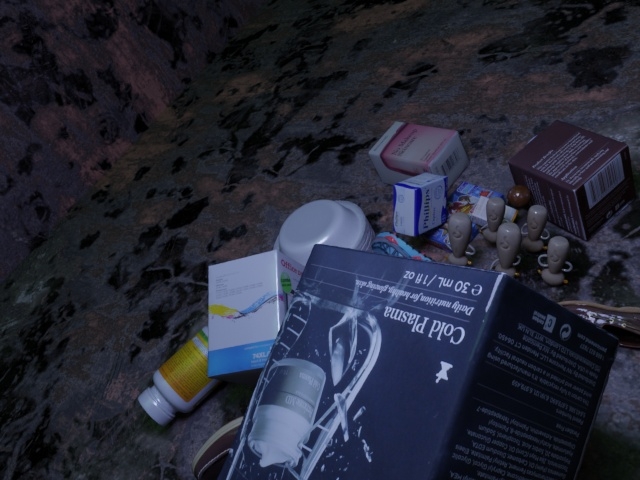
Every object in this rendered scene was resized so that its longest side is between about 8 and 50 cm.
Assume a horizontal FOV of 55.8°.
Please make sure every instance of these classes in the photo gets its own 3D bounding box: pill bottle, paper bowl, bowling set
[{"bbox_3d":[-0.336,0.348,1.539,0.245,0.136,0.136,-43,39,-12],"label":"pill bottle"},{"bbox_3d":[0.000,0.000,1.665,0.284,0.148,0.284,-20,39,17],"label":"paper bowl"},{"bbox_3d":[0.449,-0.014,1.385,0.286,0.154,0.200,19,49,29],"label":"bowling set"}]

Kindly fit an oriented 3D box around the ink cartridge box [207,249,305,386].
[{"bbox_3d":[-0.136,0.191,1.445,0.197,0.198,0.270,-14,66,23],"label":"ink cartridge box"}]

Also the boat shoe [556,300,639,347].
[{"bbox_3d":[0.544,0.165,1.171,0.206,0.073,0.073,0,47,35],"label":"boat shoe"}]

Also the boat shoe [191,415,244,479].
[{"bbox_3d":[-0.119,0.448,1.303,0.341,0.123,0.123,-27,37,-2],"label":"boat shoe"}]

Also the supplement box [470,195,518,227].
[{"bbox_3d":[0.426,-0.060,1.484,0.098,0.036,0.062,25,68,16],"label":"supplement box"}]

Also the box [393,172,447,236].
[{"bbox_3d":[0.249,-0.091,1.504,0.137,0.126,0.072,-23,29,-39],"label":"box"}]

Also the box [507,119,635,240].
[{"bbox_3d":[0.579,-0.142,1.394,0.168,0.167,0.203,-39,39,-7],"label":"box"}]

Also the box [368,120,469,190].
[{"bbox_3d":[0.281,-0.237,1.733,0.232,0.127,0.149,21,63,45],"label":"box"}]

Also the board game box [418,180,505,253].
[{"bbox_3d":[0.362,-0.060,1.564,0.201,0.035,0.136,-45,40,-14],"label":"board game box"}]

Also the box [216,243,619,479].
[{"bbox_3d":[0.127,0.286,0.970,0.479,0.297,0.472,7,74,59],"label":"box"}]

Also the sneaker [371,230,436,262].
[{"bbox_3d":[0.192,0.069,1.494,0.125,0.104,0.262,-43,39,-9],"label":"sneaker"}]
